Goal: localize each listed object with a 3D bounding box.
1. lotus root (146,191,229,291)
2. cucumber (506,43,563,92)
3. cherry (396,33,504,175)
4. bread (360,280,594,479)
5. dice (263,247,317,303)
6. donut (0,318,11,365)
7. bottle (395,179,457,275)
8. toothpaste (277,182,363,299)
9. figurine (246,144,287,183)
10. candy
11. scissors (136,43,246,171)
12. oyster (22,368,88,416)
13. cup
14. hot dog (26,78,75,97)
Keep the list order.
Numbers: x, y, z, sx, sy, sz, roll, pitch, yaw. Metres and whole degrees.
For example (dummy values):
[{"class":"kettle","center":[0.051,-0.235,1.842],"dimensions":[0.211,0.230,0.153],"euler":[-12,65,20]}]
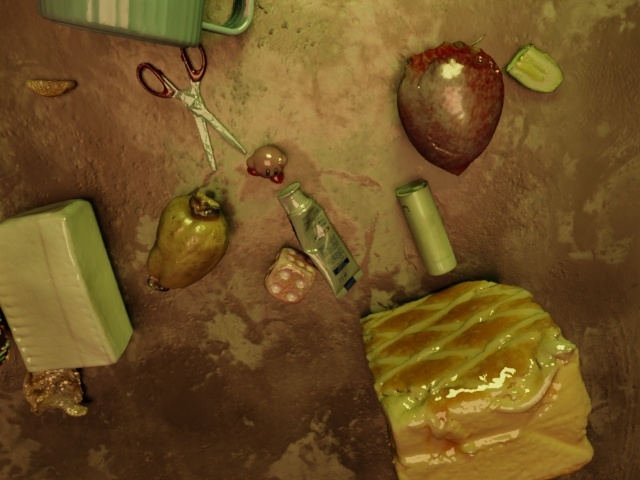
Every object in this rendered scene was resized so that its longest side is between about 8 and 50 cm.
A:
[{"class":"lotus root","center":[-0.278,0.000,0.955],"dimensions":[0.154,0.140,0.257],"euler":[47,114,14]},{"class":"cucumber","center":[0.421,-0.331,0.892],"dimensions":[0.107,0.035,0.067],"euler":[27,118,-18]},{"class":"cherry","center":[0.245,-0.240,0.853],"dimensions":[0.192,0.175,0.250],"euler":[-14,113,-8]},{"class":"bread","center":[0.291,0.294,0.948],"dimensions":[0.389,0.371,0.280],"euler":[-20,109,8]},{"class":"dice","center":[-0.067,0.077,1.009],"dimensions":[0.093,0.094,0.091],"euler":[29,111,-12]},{"class":"donut","center":[-0.742,0.160,0.964],"dimensions":[0.103,0.269,0.270],"euler":[-19,116,-36]},{"class":"bottle","center":[0.230,-0.026,0.985],"dimensions":[0.072,0.072,0.202],"euler":[-23,109,8]},{"class":"toothpaste","center":[0.000,0.000,0.995],"dimensions":[0.096,0.061,0.266],"euler":[-44,110,-28]},{"class":"figurine","center":[-0.110,-0.160,0.932],"dimensions":[0.083,0.071,0.067],"euler":[3,69,-10]},{"class":"candy","center":[-0.557,0.101,0.985],"dimensions":[0.207,0.145,0.359],"euler":[-8,110,4]},{"class":"scissors","center":[-0.247,-0.264,0.919],"dimensions":[0.144,0.017,0.248],"euler":[-26,110,10]},{"class":"oyster","center":[-0.651,0.365,1.121],"dimensions":[0.191,0.081,0.163],"euler":[35,102,-17]},{"class":"cup","center":[-0.279,-0.483,0.721],"dimensions":[0.256,0.331,0.311],"euler":[19,111,20]},{"class":"hot dog","center":[-0.526,-0.297,0.894],"dimensions":[0.090,0.030,0.034],"euler":[2,112,-1]}]
